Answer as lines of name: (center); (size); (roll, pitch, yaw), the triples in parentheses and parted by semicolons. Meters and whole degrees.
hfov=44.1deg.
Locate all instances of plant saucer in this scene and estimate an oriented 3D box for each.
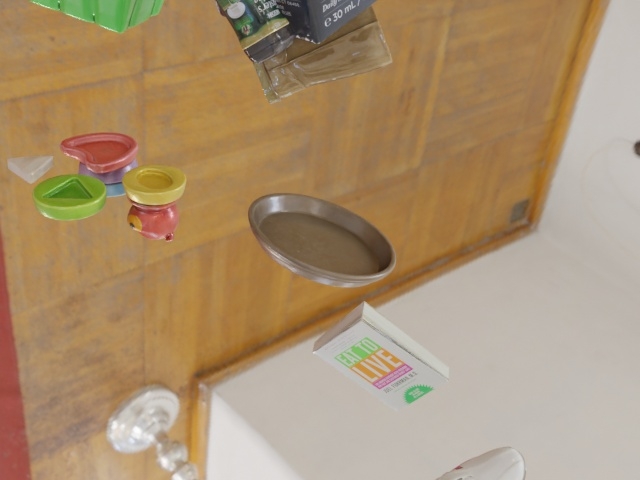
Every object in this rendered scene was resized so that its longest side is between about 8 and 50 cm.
plant saucer: (0.000, 0.000, 1.410); (0.278, 0.278, 0.041); (-8, 129, -45)

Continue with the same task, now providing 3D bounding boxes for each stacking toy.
stacking toy: (-0.442, -0.087, 1.565); (0.280, 0.309, 0.130); (-19, 129, -33)

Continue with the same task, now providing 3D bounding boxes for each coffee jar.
coffee jar: (-0.120, -0.393, 1.330); (0.184, 0.079, 0.096); (59, 33, -14)

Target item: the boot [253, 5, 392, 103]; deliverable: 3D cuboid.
boot: (-0.017, -0.428, 1.626); (0.270, 0.089, 0.236); (-20, 105, 9)

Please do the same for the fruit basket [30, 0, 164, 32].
fruit basket: (-0.470, -0.632, 1.545); (0.283, 0.392, 0.391); (-57, 159, -55)

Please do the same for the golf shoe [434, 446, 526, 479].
golf shoe: (0.152, 0.297, 0.889); (0.186, 0.067, 0.086); (-39, 147, 2)

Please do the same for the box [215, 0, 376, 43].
box: (0.007, -0.698, 1.425); (0.480, 0.297, 0.471); (-43, 138, -26)

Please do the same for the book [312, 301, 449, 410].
book: (0.075, 0.149, 0.985); (0.144, 0.035, 0.096); (37, 126, -18)
